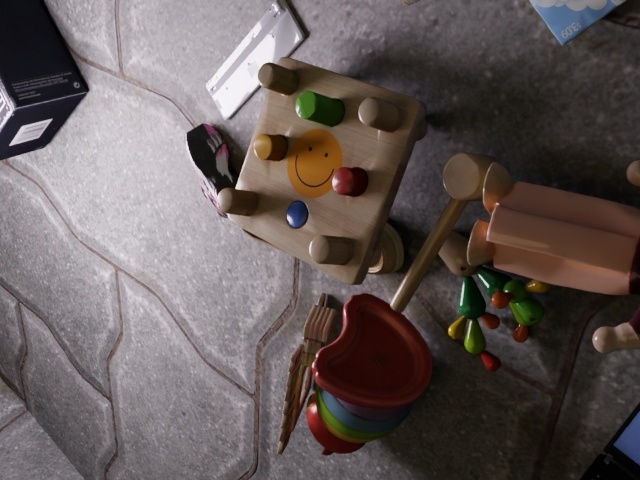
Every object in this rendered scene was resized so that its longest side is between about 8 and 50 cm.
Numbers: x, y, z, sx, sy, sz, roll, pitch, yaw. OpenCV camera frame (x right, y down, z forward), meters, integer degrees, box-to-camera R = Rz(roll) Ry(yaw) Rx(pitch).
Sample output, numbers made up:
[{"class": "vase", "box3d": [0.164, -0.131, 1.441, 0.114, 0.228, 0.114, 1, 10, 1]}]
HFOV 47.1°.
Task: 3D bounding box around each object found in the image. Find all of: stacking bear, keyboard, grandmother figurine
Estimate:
[{"class": "stacking bear", "box3d": [0.055, 0.246, 1.163, 0.164, 0.175, 0.289, 28, 142, 6]}, {"class": "keyboard", "box3d": [-0.110, -0.281, 1.165, 0.072, 0.014, 0.256, 57, 139, 0]}, {"class": "grandmother figurine", "box3d": [0.331, 0.019, 0.761, 0.342, 0.104, 0.208, 12, 94, 29]}]

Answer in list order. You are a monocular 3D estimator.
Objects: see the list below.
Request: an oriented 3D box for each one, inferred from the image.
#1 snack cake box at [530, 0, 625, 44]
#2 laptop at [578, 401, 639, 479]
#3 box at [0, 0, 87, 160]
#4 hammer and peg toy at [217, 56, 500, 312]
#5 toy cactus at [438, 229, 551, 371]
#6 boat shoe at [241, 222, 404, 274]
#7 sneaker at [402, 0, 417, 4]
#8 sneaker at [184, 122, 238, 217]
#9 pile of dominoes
[{"class": "snack cake box", "box3d": [0.291, -0.317, 0.652, 0.152, 0.089, 0.264, 53, 139, -2]}, {"class": "laptop", "box3d": [0.411, 0.343, 0.852, 0.234, 0.264, 0.136, 39, 170, 27]}, {"class": "box", "box3d": [-0.691, -0.367, 1.590, 0.296, 0.182, 0.294, -27, 91, 48]}, {"class": "hammer and peg toy", "box3d": [0.034, -0.075, 0.968, 0.361, 0.127, 0.266, 28, 103, 34]}, {"class": "toy cactus", "box3d": [0.208, 0.053, 0.953, 0.180, 0.112, 0.219, 45, 145, 34]}, {"class": "boat shoe", "box3d": [0.000, 0.000, 1.135, 0.285, 0.089, 0.105, 14, 119, 41]}, {"class": "sneaker", "box3d": [0.110, -0.334, 0.898, 0.036, 0.032, 0.083, -12, 106, 34]}, {"class": "sneaker", "box3d": [-0.196, -0.115, 1.298, 0.077, 0.072, 0.178, -29, 83, 60]}, {"class": "pile of dominoes", "box3d": [-0.017, 0.227, 1.217, 0.040, 0.196, 0.251, 14, 125, 9]}]
